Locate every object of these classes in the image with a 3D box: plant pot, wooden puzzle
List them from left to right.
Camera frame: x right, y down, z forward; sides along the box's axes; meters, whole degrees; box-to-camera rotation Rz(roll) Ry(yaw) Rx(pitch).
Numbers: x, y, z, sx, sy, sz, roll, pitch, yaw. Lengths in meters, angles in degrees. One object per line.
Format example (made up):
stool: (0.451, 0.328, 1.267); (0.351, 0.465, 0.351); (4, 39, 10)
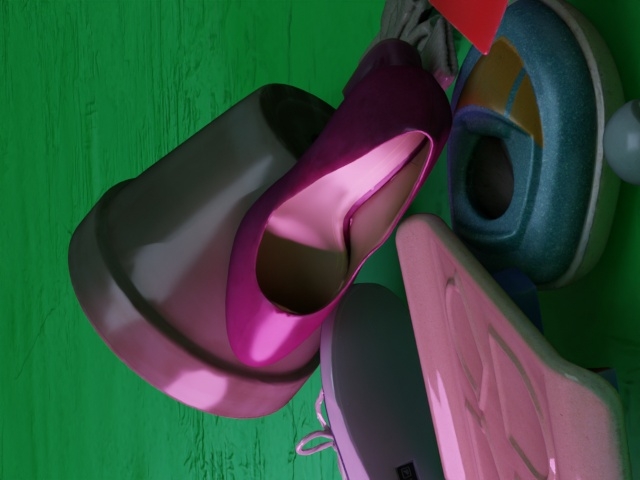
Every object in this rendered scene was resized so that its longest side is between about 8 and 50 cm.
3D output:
plant pot: (-0.072, -0.012, 1.376); (0.280, 0.323, 0.323); (-48, 52, 26)
wooden puzzle: (0.182, 0.165, 1.032); (0.348, 0.080, 0.322); (-131, 24, -63)

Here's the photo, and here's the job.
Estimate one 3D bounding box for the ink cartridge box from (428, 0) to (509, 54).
ink cartridge box: (0.072, -0.326, 0.917); (0.261, 0.066, 0.296); (53, 143, 32)

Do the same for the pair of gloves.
pair of gloves: (0.093, -0.173, 1.252); (0.240, 0.042, 0.204); (-92, 20, -44)

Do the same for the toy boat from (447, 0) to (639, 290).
toy boat: (0.209, -0.084, 1.040); (0.318, 0.148, 0.268); (6, 98, 57)

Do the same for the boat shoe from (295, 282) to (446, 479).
boat shoe: (0.058, 0.232, 1.331); (0.156, 0.135, 0.367); (-22, 84, 58)

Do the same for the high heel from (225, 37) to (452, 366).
high heel: (0.000, 0.000, 1.134); (0.181, 0.127, 0.377); (-94, 25, -61)
